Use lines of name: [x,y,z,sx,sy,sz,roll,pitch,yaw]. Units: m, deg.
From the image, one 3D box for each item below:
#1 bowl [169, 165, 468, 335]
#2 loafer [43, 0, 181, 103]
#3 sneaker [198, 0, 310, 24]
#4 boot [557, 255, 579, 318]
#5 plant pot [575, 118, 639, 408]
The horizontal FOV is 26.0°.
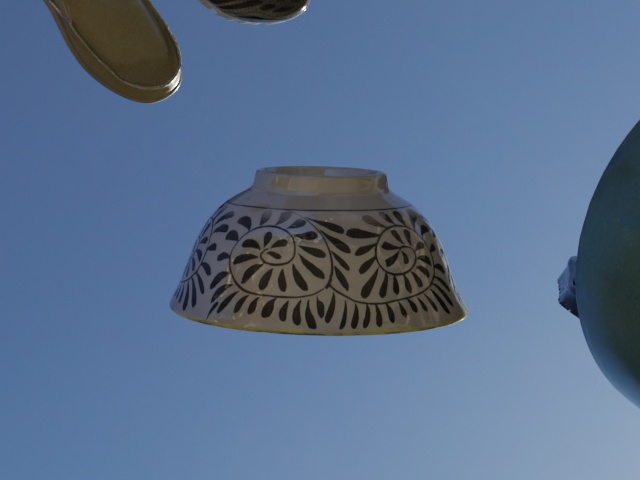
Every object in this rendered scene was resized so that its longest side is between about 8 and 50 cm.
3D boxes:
bowl: [0.000,0.000,0.781,0.170,0.170,0.080,0,-82,-10]
loafer: [-0.247,-0.264,1.522,0.102,0.092,0.268,-45,-75,-17]
sneaker: [-0.073,-0.213,1.023,0.170,0.063,0.075,26,-15,-26]
boot: [0.371,-0.018,1.500,0.131,0.348,0.260,30,-78,-6]
plant pot: [0.341,0.033,0.902,0.290,0.195,0.290,-6,-69,-17]
